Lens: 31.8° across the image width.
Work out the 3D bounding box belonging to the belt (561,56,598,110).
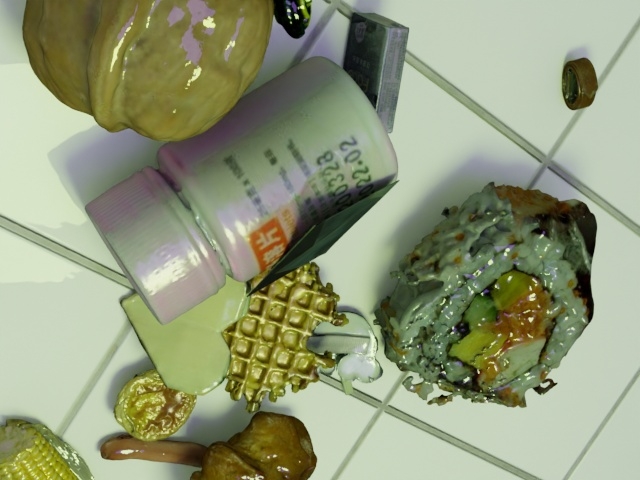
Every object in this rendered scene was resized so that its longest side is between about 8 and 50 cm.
[{"bbox_3d":[0.418,-0.252,1.815,0.036,0.059,0.083,-16,119,-22],"label":"belt"}]

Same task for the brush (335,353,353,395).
[{"bbox_3d":[0.038,0.218,1.848,0.016,0.013,0.083,-25,118,-19],"label":"brush"}]

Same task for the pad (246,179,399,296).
[{"bbox_3d":[0.000,0.000,1.555,0.163,0.243,0.004,-29,80,-35],"label":"pad"}]

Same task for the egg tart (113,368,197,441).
[{"bbox_3d":[-0.248,0.238,1.683,0.130,0.052,0.130,-11,117,-22],"label":"egg tart"}]

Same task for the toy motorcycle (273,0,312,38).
[{"bbox_3d":[-0.057,-0.431,1.422,0.142,0.206,0.342,-14,104,-1],"label":"toy motorcycle"}]

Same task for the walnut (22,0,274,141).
[{"bbox_3d":[-0.209,-0.258,1.355,0.296,0.285,0.285,23,102,6],"label":"walnut"}]

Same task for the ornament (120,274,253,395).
[{"bbox_3d":[-0.203,0.112,1.626,0.180,0.059,0.201,17,88,-1],"label":"ornament"}]

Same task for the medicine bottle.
[{"bbox_3d":[-0.105,-0.068,1.525,0.388,0.219,0.219,-33,123,-13],"label":"medicine bottle"}]

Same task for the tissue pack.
[{"bbox_3d":[0.075,-0.240,1.607,0.051,0.112,0.156,-2,112,-26],"label":"tissue pack"}]

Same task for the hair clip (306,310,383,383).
[{"bbox_3d":[0.027,0.169,1.794,0.172,0.049,0.116,5,103,-26],"label":"hair clip"}]

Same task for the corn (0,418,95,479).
[{"bbox_3d":[-0.397,0.387,1.641,0.123,0.122,0.305,-19,120,12],"label":"corn"}]

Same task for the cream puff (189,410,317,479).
[{"bbox_3d":[-0.115,0.394,1.743,0.241,0.155,0.269,-21,128,-48],"label":"cream puff"}]

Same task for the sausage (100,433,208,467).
[{"bbox_3d":[-0.249,0.325,1.729,0.186,0.043,0.043,13,105,-32],"label":"sausage"}]

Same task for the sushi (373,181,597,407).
[{"bbox_3d":[0.271,0.095,1.824,0.417,0.176,0.417,-16,125,-24],"label":"sushi"}]

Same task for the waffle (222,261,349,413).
[{"bbox_3d":[-0.075,0.128,1.694,0.228,0.051,0.231,-30,102,-8],"label":"waffle"}]
